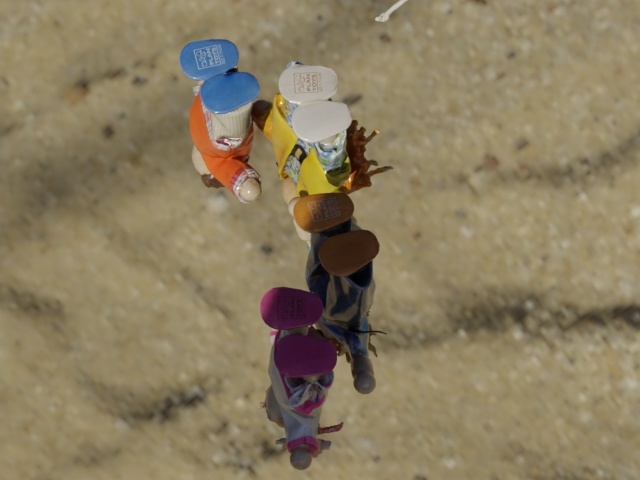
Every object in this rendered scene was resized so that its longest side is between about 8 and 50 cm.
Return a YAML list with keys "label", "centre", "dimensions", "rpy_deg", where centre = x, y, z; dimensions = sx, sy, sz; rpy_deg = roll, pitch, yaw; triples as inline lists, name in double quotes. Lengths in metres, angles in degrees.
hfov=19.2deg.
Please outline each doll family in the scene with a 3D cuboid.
- label: "doll family"
  centre: [0.000, 0.000, 1.126]
  dimensions: [0.118, 0.163, 0.263]
  rpy_deg: [-14, 70, -7]

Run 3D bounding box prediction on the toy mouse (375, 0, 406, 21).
- label: "toy mouse"
  centre: [0.078, -0.137, 0.785]
  dimensions: [0.161, 0.143, 0.031]
  rpy_deg: [-10, 80, 17]
